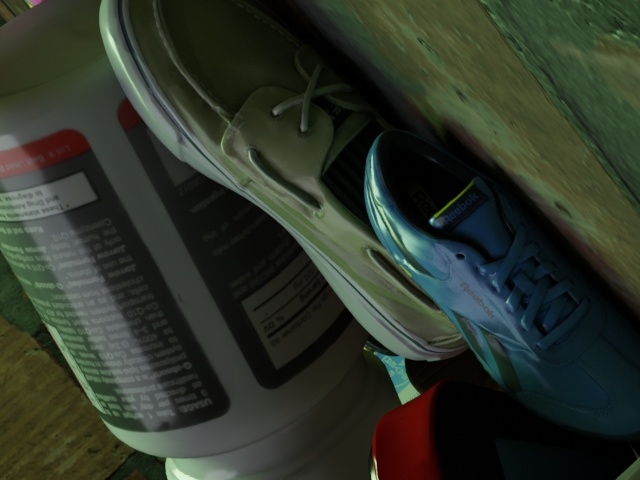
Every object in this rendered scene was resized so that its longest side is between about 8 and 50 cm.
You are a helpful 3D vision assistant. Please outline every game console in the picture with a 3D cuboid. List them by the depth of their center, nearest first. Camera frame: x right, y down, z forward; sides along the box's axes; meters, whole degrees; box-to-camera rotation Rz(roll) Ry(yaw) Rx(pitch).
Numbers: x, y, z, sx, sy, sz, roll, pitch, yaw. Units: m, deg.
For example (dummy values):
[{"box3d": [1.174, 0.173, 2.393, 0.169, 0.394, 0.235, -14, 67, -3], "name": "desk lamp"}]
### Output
[{"box3d": [0.161, 0.255, 1.091, 0.386, 0.060, 0.342, 20, -133, -63], "name": "game console"}]

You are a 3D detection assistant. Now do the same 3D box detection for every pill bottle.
[{"box3d": [-0.090, 0.014, 1.300, 0.363, 0.210, 0.210, 64, 168, -25], "name": "pill bottle"}]

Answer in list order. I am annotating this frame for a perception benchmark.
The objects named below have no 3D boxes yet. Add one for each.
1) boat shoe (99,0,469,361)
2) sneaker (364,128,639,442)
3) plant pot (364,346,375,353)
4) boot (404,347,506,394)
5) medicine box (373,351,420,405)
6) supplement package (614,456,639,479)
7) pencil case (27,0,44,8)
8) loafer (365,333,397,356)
[{"box3d": [0.000, -0.059, 1.122, 0.302, 0.109, 0.094, 44, 150, -5], "name": "boat shoe"}, {"box3d": [0.096, 0.021, 0.992, 0.209, 0.069, 0.082, 45, 170, 24], "name": "sneaker"}, {"box3d": [0.038, 0.099, 2.097, 0.236, 0.032, 0.236, 47, 173, 7], "name": "plant pot"}, {"box3d": [0.125, 0.114, 1.341, 0.165, 0.077, 0.213, 51, 180, -20], "name": "boot"}, {"box3d": [0.087, 0.276, 1.767, 0.289, 0.263, 0.149, 42, 172, 46], "name": "medicine box"}, {"box3d": [0.234, 0.240, 0.895, 0.177, 0.175, 0.293, 41, 171, 50], "name": "supplement package"}, {"box3d": [-0.180, -0.203, 1.362, 0.104, 0.104, 0.236, 46, 174, 16], "name": "pencil case"}, {"box3d": [0.000, 0.000, 1.495, 0.223, 0.076, 0.078, 51, -178, 0], "name": "loafer"}]
